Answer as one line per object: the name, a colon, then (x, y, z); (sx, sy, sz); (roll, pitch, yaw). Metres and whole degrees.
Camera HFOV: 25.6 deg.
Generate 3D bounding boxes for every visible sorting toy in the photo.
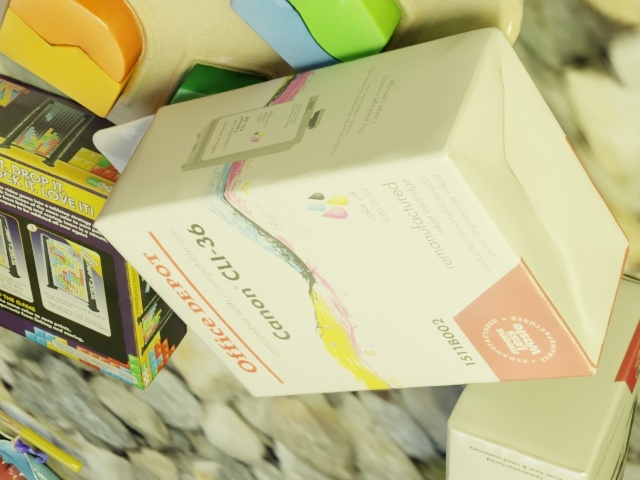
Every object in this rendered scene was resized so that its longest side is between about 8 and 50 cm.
sorting toy: (-0.050, -0.089, 0.543); (0.208, 0.038, 0.193); (36, 143, -3)

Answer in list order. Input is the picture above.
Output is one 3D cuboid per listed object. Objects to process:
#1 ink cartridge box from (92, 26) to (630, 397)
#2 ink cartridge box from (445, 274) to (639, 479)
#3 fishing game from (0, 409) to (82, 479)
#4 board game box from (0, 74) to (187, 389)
ink cartridge box: (0.000, 0.000, 0.536); (0.198, 0.067, 0.115); (-9, 133, 38)
ink cartridge box: (0.093, 0.088, 0.582); (0.056, 0.099, 0.135); (18, 141, 19)
fishing game: (-0.238, 0.184, 0.988); (0.189, 0.041, 0.264); (36, 144, 0)
board game box: (-0.151, -0.014, 0.695); (0.170, 0.048, 0.141); (22, 140, 17)
